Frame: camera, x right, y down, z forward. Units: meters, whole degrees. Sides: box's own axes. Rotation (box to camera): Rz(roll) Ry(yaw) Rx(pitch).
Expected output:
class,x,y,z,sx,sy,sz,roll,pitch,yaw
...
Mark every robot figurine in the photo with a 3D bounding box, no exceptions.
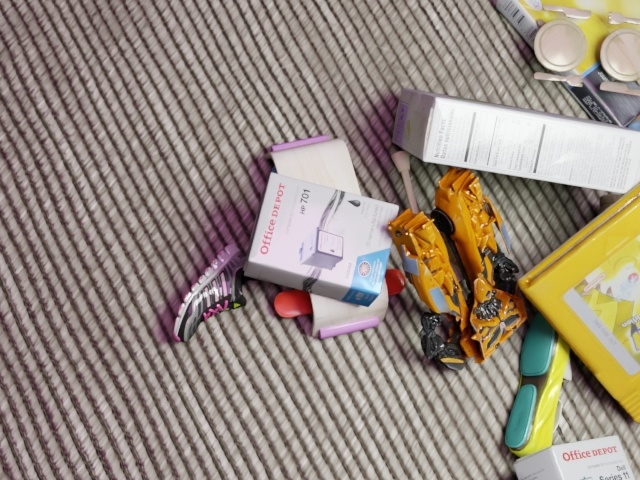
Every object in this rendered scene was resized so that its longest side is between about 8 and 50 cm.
class,x,y,z,sx,sy,sz,roll,pitch,yaw
robot figurine,0.209,0.054,1.446,0.211,0.085,0.291,-41,121,-24

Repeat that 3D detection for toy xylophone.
class,x,y,z,sx,sy,sz,roll,pitch,yaw
toy xylophone,0.037,-0.018,1.509,0.236,0.081,0.322,-4,75,-10

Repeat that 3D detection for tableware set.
class,x,y,z,sx,sy,sz,roll,pitch,yaw
tableware set,0.437,-0.304,1.608,0.194,0.039,0.128,9,86,-1

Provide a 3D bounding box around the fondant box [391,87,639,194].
class,x,y,z,sx,sy,sz,roll,pitch,yaw
fondant box,0.293,-0.152,1.493,0.330,0.238,0.096,9,101,-9

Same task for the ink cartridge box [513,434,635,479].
class,x,y,z,sx,sy,sz,roll,pitch,yaw
ink cartridge box,0.380,0.389,1.401,0.153,0.087,0.208,0,62,-36

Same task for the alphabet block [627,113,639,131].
class,x,y,z,sx,sy,sz,roll,pitch,yaw
alphabet block,0.643,-0.174,1.562,0.197,0.193,0.192,-43,108,-17

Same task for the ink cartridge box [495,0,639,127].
class,x,y,z,sx,sy,sz,roll,pitch,yaw
ink cartridge box,0.507,-0.374,1.689,0.307,0.072,0.303,-37,83,-14

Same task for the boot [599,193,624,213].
class,x,y,z,sx,sy,sz,roll,pitch,yaw
boot,0.559,0.033,1.571,0.262,0.095,0.203,9,72,-3

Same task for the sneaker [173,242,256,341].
class,x,y,z,sx,sy,sz,roll,pitch,yaw
sneaker,-0.149,0.085,1.462,0.075,0.063,0.170,32,67,8

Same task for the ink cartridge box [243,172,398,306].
class,x,y,z,sx,sy,sz,roll,pitch,yaw
ink cartridge box,0.000,0.000,1.413,0.191,0.082,0.139,15,73,-6

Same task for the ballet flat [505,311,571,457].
class,x,y,z,sx,sy,sz,roll,pitch,yaw
ballet flat,0.338,0.217,1.501,0.077,0.077,0.231,23,74,-24

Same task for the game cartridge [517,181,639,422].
class,x,y,z,sx,sy,sz,roll,pitch,yaw
game cartridge,0.490,0.085,1.446,0.285,0.052,0.323,-40,109,9

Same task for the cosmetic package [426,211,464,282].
class,x,y,z,sx,sy,sz,roll,pitch,yaw
cosmetic package,0.189,0.014,1.544,0.060,0.041,0.115,-34,82,-15
